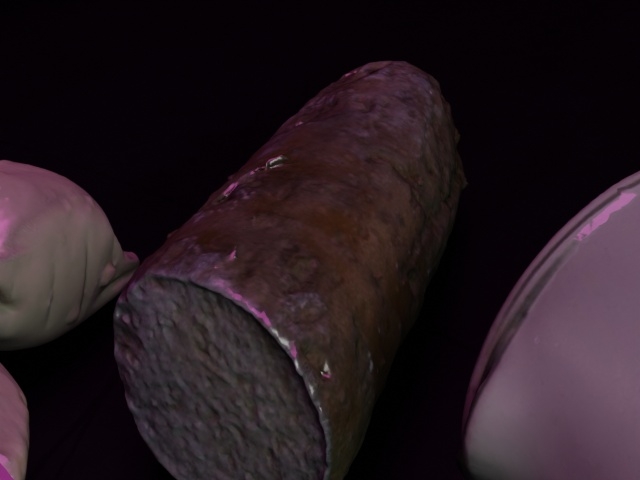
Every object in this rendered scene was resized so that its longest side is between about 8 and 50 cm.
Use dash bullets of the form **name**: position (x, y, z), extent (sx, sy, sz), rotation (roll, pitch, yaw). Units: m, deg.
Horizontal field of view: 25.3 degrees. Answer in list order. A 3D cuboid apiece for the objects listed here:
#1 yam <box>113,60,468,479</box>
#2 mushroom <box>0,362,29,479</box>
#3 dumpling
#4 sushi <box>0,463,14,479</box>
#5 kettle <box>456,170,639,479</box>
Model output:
- **yam**: position (0.000, 0.000, 0.736), extent (0.133, 0.133, 0.330), rotation (8, 33, 17)
- **mushroom**: position (-0.237, 0.072, 0.661), extent (0.350, 0.128, 0.128), rotation (21, 41, 37)
- **dumpling**: position (-0.187, 0.004, 0.774), extent (0.134, 0.100, 0.169), rotation (13, 27, 26)
- **sushi**: position (-0.236, 0.197, 0.485), extent (0.339, 0.069, 0.320), rotation (-39, 62, -22)
- **kettle**: position (0.234, 0.102, 0.483), extent (0.265, 0.205, 0.318), rotation (-39, 39, -7)
